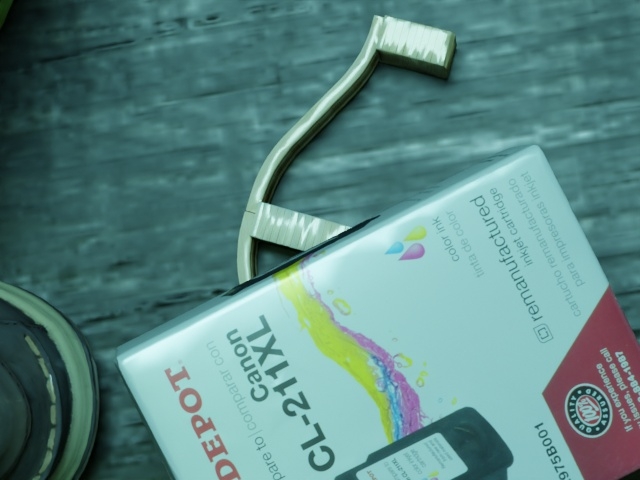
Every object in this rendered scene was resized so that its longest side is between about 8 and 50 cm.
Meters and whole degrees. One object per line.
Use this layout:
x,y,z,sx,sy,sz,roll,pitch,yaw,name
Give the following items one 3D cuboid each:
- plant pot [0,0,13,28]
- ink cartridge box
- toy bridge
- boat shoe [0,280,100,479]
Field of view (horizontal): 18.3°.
-0.248,-0.125,0.742,0.253,0.276,0.276,22,87,-4,plant pot
0.026,0.060,0.745,0.175,0.072,0.127,-27,92,-6,ink cartridge box
0.000,0.000,0.800,0.063,0.026,0.188,16,87,8,toy bridge
-0.268,0.048,0.772,0.355,0.130,0.132,0,85,6,boat shoe
